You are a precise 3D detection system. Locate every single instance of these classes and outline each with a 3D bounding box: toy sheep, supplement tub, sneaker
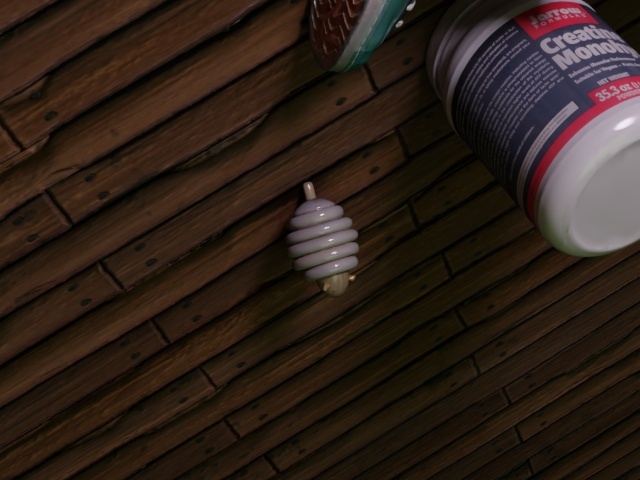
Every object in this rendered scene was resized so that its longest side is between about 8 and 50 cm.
[{"bbox_3d":[0.000,0.000,1.430,0.091,0.132,0.091,-20,-179,0],"label":"toy sheep"},{"bbox_3d":[0.244,-0.133,1.320,0.191,0.272,0.191,-19,139,-17],"label":"supplement tub"},{"bbox_3d":[0.092,-0.281,1.194,0.121,0.108,0.302,5,126,-32],"label":"sneaker"}]
